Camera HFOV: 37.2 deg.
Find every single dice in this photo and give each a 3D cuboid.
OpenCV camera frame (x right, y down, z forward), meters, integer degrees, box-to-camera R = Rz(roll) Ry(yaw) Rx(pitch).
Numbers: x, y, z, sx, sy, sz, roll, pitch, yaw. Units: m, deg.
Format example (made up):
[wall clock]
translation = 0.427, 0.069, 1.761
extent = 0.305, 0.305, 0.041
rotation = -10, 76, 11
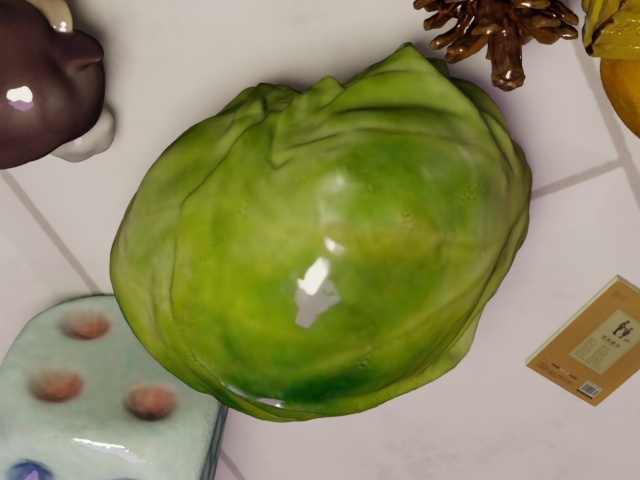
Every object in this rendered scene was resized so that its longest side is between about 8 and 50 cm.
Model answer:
[dice]
translation = -0.259, 0.246, 1.188
extent = 0.263, 0.268, 0.264
rotation = 11, 123, -1

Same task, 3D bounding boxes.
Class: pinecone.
[pinecone]
translation = 0.165, -0.249, 0.872
extent = 0.186, 0.168, 0.212
rotation = -10, 109, 30

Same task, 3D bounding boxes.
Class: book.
[book]
translation = 0.356, 0.130, 1.186
extent = 0.118, 0.012, 0.172
rotation = 31, 122, -13

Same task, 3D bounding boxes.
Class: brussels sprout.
[brussels sprout]
translation = 0.001, 0.015, 0.947
extent = 0.425, 0.361, 0.342
rotation = -23, 113, 21

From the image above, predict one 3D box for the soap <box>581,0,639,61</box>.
[soap]
translation = 0.297, -0.278, 0.827
extent = 0.080, 0.160, 0.257
rotation = 7, 118, 0

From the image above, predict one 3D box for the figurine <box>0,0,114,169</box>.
[figurine]
translation = -0.343, -0.249, 0.960
extent = 0.218, 0.206, 0.364
rotation = -10, 98, -12

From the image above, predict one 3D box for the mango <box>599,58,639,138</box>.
[mango]
translation = 0.387, -0.144, 0.950
extent = 0.227, 0.109, 0.147
rotation = 30, 136, -5
